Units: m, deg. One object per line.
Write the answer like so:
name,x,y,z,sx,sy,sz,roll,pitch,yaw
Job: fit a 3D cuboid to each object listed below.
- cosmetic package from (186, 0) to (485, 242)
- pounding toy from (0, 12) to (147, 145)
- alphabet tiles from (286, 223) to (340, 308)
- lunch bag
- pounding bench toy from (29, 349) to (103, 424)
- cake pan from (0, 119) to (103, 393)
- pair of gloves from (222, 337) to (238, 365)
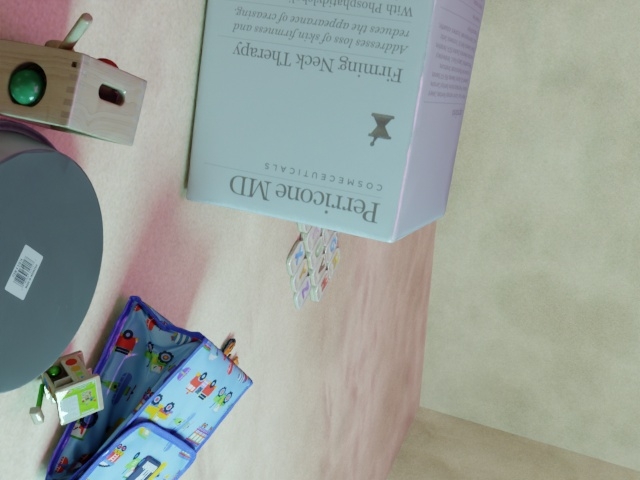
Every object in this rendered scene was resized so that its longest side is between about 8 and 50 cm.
cosmetic package,0.035,-0.236,1.212,0.327,0.330,0.393,-22,123,-68
pounding toy,-0.247,-0.158,0.780,0.141,0.130,0.100,10,93,-70
alphabet tiles,0.000,0.000,1.736,0.284,0.021,0.278,81,29,-47
lunch bag,-0.251,0.258,1.099,0.293,0.138,0.221,-58,157,-15
pounding bench toy,-0.309,0.176,0.943,0.083,0.065,0.052,-19,126,-31
cake pan,-0.318,0.027,0.813,0.293,0.054,0.293,12,90,-71
pair of gloves,-0.168,0.219,1.431,0.074,0.010,0.083,-58,156,-46
